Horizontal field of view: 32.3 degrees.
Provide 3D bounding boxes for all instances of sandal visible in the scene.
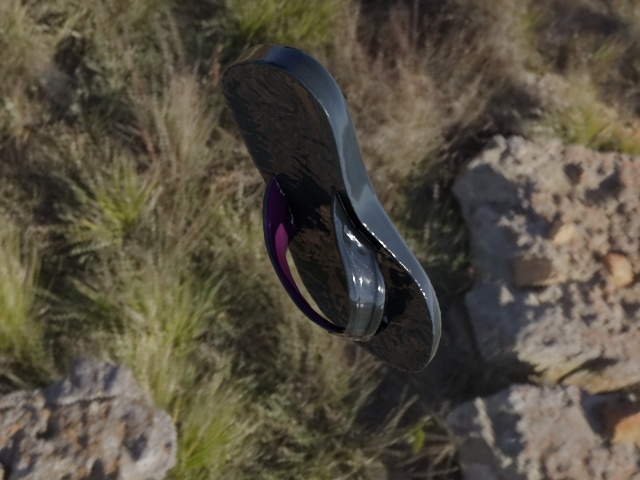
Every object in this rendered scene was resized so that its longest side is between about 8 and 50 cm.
[{"bbox_3d":[-0.002,-0.001,1.194,0.107,0.168,0.445,-53,131,-33],"label":"sandal"}]
